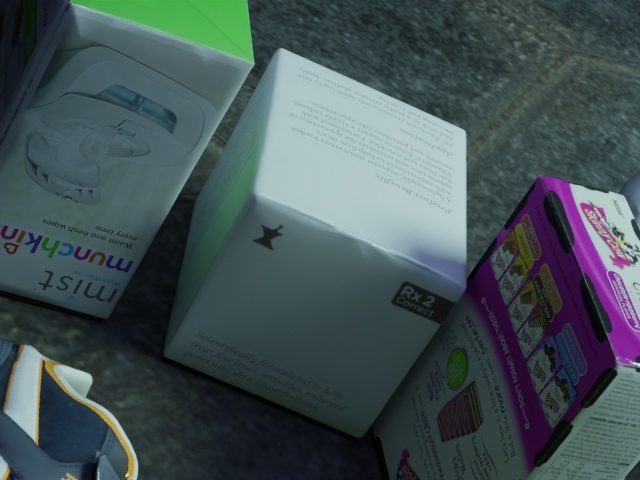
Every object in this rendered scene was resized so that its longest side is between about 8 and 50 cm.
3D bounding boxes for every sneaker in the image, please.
[{"bbox_3d":[-0.150,0.165,0.914,0.127,0.126,0.321,8,39,-23],"label":"sneaker"}]

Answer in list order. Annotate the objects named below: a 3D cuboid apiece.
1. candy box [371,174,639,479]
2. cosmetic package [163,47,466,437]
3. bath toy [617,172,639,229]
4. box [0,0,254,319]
[{"bbox_3d":[0.126,0.099,1.114,0.071,0.233,0.159,13,40,-26],"label":"candy box"},{"bbox_3d":[0.000,0.000,1.212,0.151,0.151,0.184,24,35,-11],"label":"cosmetic package"},{"bbox_3d":[0.396,-0.027,1.573,0.348,0.129,0.151,2,40,-36],"label":"bath toy"},{"bbox_3d":[-0.155,-0.125,1.176,0.126,0.231,0.262,16,37,-21],"label":"box"}]
